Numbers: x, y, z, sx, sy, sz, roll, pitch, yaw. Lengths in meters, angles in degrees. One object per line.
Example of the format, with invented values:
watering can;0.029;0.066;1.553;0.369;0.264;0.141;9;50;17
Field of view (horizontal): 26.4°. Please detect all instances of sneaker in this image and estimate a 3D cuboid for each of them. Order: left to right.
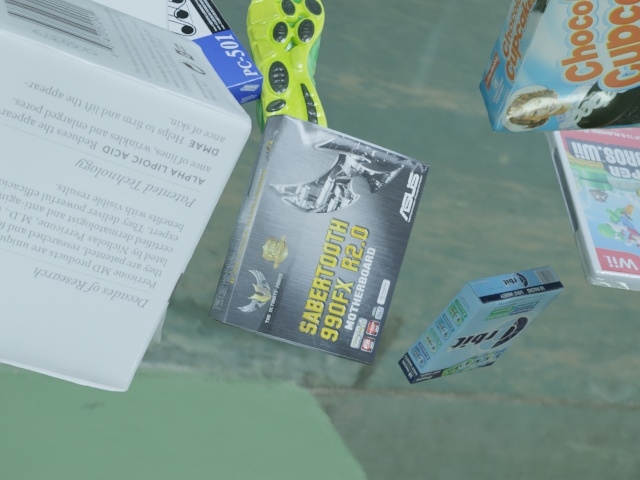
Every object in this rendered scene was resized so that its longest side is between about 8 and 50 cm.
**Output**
sneaker;-0.052;-0.219;1.845;0.109;0.296;0.123;3;155;-10

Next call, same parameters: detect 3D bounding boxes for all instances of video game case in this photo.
video game case;0.384;-0.048;1.622;0.204;0.285;0.025;8;135;-14

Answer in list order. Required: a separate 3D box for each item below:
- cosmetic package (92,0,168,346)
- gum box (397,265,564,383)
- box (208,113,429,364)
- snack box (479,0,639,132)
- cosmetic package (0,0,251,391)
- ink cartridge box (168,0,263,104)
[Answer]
cosmetic package;-0.239;-0.101;1.453;0.156;0.385;0.217;0;149;-11
gum box;0.211;0.112;1.800;0.157;0.041;0.184;-9;147;-39
box;0.000;0.000;1.467;0.183;0.056;0.231;18;86;-23
snack box;0.256;-0.209;1.063;0.187;0.060;0.322;-3;145;-14
cosmetic package;-0.158;-0.039;0.799;0.151;0.151;0.184;18;109;-25
ink cartridge box;-0.166;-0.259;1.800;0.097;0.207;0.046;-20;150;-24
